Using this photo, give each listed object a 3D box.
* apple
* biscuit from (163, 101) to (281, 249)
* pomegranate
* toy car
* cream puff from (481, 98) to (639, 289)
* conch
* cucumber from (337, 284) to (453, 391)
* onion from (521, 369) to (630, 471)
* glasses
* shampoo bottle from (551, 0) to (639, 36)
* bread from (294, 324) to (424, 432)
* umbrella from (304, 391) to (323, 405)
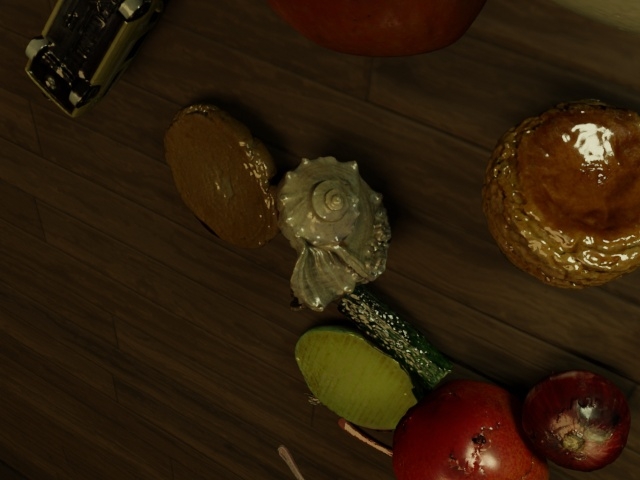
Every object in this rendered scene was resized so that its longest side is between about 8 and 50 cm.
[{"bbox_3d":[0.046,-0.261,0.626,0.229,0.230,0.230,22,137,22],"label":"apple"},{"bbox_3d":[-0.130,-0.087,1.033,0.225,0.042,0.226,28,136,31],"label":"biscuit"},{"bbox_3d":[0.207,0.297,1.025,0.210,0.210,0.235,-1,153,39],"label":"pomegranate"},{"bbox_3d":[-0.266,-0.270,0.935,0.101,0.124,0.256,45,131,-6],"label":"toy car"},{"bbox_3d":[0.243,-0.026,0.739,0.183,0.183,0.169,30,161,13],"label":"cream puff"},{"bbox_3d":[0.000,0.000,0.939,0.162,0.178,0.245,32,164,-4],"label":"conch"},{"bbox_3d":[0.105,0.131,1.058,0.187,0.058,0.058,42,141,-3],"label":"cucumber"},{"bbox_3d":[0.311,0.216,0.925,0.131,0.131,0.131,22,137,22],"label":"onion"},{"bbox_3d":[0.089,0.390,1.194,0.268,0.234,0.118,14,106,35],"label":"glasses"},{"bbox_3d":[0.219,-0.265,0.387,0.317,0.322,0.322,30,141,-1],"label":"shampoo bottle"},{"bbox_3d":[0.061,0.214,1.188,0.228,0.033,0.229,21,138,20],"label":"bread"},{"bbox_3d":[0.010,0.273,1.297,0.083,0.020,0.032,18,96,26],"label":"umbrella"}]
